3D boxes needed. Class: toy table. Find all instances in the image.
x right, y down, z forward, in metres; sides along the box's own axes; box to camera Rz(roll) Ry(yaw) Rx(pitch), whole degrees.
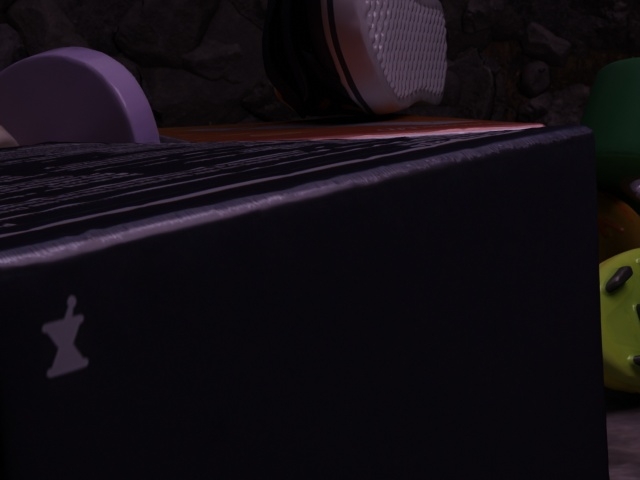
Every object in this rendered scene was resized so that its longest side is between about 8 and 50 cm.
[{"bbox_3d":[-0.239,-0.003,1.016,0.252,0.274,0.161,34,32,17],"label":"toy table"}]

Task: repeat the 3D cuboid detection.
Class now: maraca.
[{"bbox_3d":[0.183,0.017,1.098,0.127,0.099,0.186,2,21,35],"label":"maraca"}]

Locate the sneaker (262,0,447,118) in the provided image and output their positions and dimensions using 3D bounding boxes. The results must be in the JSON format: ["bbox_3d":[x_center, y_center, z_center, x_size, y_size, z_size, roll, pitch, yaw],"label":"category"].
[{"bbox_3d":[0.012,-0.151,1.066,0.127,0.126,0.321,3,-3,13],"label":"sneaker"}]

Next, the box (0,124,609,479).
[{"bbox_3d":[-0.094,0.063,0.504,0.294,0.182,0.296,0,10,38],"label":"box"}]

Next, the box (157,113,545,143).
[{"bbox_3d":[0.000,0.000,1.025,0.215,0.168,0.345,-5,7,-15],"label":"box"}]

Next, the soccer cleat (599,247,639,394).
[{"bbox_3d":[0.216,0.049,0.934,0.121,0.093,0.289,-25,-5,36],"label":"soccer cleat"}]

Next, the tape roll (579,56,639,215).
[{"bbox_3d":[0.347,-0.042,1.056,0.321,0.077,0.321,19,-4,1],"label":"tape roll"}]
